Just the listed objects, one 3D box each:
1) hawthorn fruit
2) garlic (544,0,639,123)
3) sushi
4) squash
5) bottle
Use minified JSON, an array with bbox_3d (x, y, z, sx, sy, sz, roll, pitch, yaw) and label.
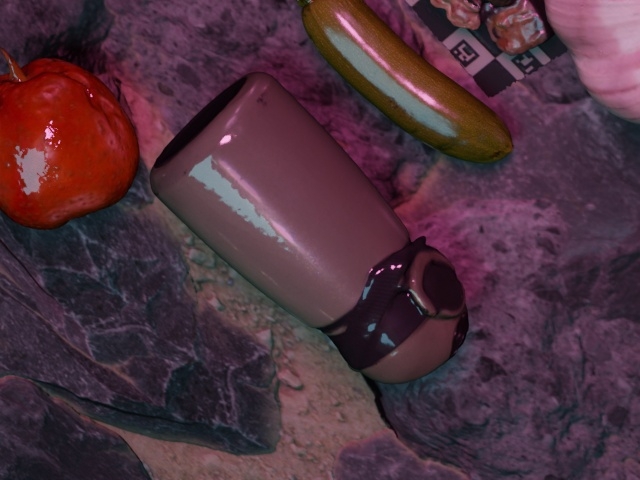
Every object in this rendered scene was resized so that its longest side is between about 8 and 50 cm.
[{"bbox_3d":[-0.291,-0.119,1.579,0.179,0.179,0.200,-1,117,34],"label":"hawthorn fruit"},{"bbox_3d":[0.259,-0.216,1.133,0.253,0.245,0.245,40,156,57],"label":"garlic"},{"bbox_3d":[0.134,-0.228,1.280,0.215,0.050,0.192,48,137,-11],"label":"sushi"},{"bbox_3d":[0.069,-0.153,1.379,0.258,0.069,0.069,39,138,-2],"label":"squash"},{"bbox_3d":[0.002,0.000,1.492,0.347,0.168,0.168,44,138,-13],"label":"bottle"}]
